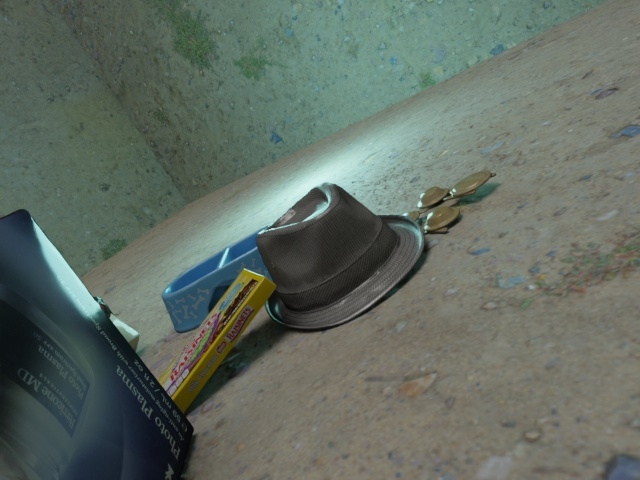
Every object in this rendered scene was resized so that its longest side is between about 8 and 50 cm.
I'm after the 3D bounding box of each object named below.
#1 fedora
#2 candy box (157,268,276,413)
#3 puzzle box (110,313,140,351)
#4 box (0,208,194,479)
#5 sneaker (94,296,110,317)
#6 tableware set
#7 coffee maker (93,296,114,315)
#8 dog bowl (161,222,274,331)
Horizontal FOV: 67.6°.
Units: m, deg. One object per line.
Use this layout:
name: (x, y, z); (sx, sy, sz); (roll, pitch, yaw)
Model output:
fedora: (0.000, 0.000, 0.679); (0.244, 0.124, 0.275); (-39, 17, -11)
candy box: (-0.143, 0.130, 0.631); (0.205, 0.027, 0.105); (-54, 19, -13)
puzzle box: (-0.566, 0.137, 0.829); (0.272, 0.409, 0.052); (-38, -25, -57)
box: (-0.266, 0.169, 0.354); (0.183, 0.296, 0.294); (-29, 17, 5)
sneaker: (-0.439, 0.158, 0.735); (0.098, 0.135, 0.276); (-31, -13, 22)
tableware set: (0.177, -0.052, 0.726); (0.169, 0.020, 0.141); (-42, 17, -26)
coffee maker: (-0.539, 0.207, 1.040); (0.178, 0.120, 0.171); (-34, 15, -13)
dog bowl: (-0.166, 0.061, 0.902); (0.298, 0.074, 0.166); (-28, 16, 6)
